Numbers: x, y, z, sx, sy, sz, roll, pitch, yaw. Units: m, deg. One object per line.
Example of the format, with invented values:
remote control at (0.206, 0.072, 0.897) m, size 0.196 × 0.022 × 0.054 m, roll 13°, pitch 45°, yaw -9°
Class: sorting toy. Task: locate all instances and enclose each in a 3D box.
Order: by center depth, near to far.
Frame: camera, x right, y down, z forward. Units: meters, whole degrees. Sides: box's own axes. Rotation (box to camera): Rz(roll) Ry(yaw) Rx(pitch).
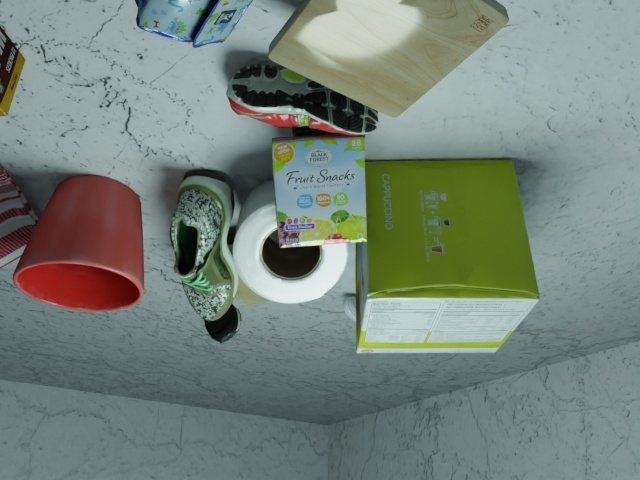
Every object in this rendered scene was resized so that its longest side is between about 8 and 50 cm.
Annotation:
sorting toy at (0.094, -0.333, 0.859) m, size 0.257 × 0.089 × 0.255 m, roll 17°, pitch 147°, yaw -30°

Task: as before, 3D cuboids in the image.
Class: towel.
towel at (-0.782, -0.018, 1.326) m, size 0.237 × 0.037 × 0.329 m, roll -34°, pitch 162°, yaw -21°

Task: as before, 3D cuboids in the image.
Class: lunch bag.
lunch bag at (-0.176, -0.354, 0.824) m, size 0.151 × 0.096 × 0.129 m, roll 4°, pitch 152°, yaw -39°

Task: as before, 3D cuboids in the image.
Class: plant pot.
plant pot at (-0.526, 0.003, 1.303) m, size 0.275 × 0.243 × 0.275 m, roll 0°, pitch 151°, yaw 0°

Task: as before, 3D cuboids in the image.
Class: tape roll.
tape roll at (-0.066, -0.006, 1.260) m, size 0.246 × 0.169 × 0.246 m, roll -2°, pitch 115°, yaw -3°

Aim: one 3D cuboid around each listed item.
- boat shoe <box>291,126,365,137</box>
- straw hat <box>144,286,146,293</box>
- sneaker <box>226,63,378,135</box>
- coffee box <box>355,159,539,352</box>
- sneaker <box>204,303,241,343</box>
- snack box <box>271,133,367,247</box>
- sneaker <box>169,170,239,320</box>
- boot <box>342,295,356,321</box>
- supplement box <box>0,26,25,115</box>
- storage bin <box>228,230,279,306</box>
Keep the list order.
boat shoe at (0.016, -0.207, 1.127) m, size 0.152 × 0.049 × 0.056 m, roll 5°, pitch 150°, yaw -10°
straw hat at (-0.631, 0.180, 1.811) m, size 0.144 × 0.061 × 0.144 m, roll -1°, pitch 152°, yaw 0°
sneaker at (-0.031, -0.248, 1.035) m, size 0.279 × 0.107 × 0.118 m, roll 11°, pitch 168°, yaw -14°
coffee box at (0.253, 0.045, 1.292) m, size 0.338 × 0.338 × 0.334 m, roll 0°, pitch 150°, yaw 0°
sneaker at (-0.308, 0.161, 1.567) m, size 0.107 × 0.283 × 0.124 m, roll -36°, pitch 129°, yaw 4°
snack box at (-0.002, -0.097, 1.097) m, size 0.174 × 0.070 × 0.207 m, roll -5°, pitch 107°, yaw -3°
sneaker at (-0.297, 0.050, 1.326) m, size 0.158 × 0.182 × 0.410 m, roll 11°, pitch 126°, yaw 13°
boot at (0.198, 0.218, 1.880) m, size 0.123 × 0.095 × 0.258 m, roll -32°, pitch 147°, yaw 35°
supplement box at (-0.610, -0.296, 0.876) m, size 0.191 × 0.129 × 0.194 m, roll -4°, pitch 151°, yaw 5°
storage bin at (-0.151, 0.057, 1.533) m, size 0.262 × 0.123 × 0.260 m, roll -15°, pitch 147°, yaw 25°
